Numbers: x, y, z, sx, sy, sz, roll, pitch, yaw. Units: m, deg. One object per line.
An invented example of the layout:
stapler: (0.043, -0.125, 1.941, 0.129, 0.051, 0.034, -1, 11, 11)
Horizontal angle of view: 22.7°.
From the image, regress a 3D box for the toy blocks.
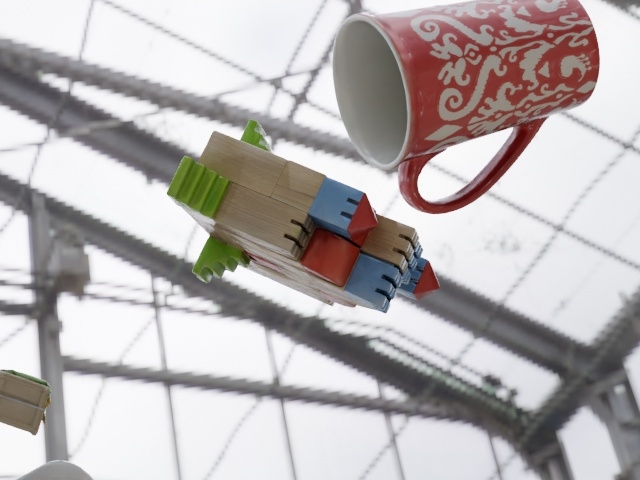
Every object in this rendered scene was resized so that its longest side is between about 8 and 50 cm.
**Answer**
toy blocks: (0.000, 0.000, 1.889, 0.261, 0.191, 0.381, 23, -9, 15)

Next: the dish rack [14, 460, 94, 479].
dish rack: (-0.222, 0.341, 1.068, 0.072, 0.333, 0.285, -8, 11, 35)

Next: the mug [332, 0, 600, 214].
mug: (0.106, -0.112, 1.173, 0.169, 0.113, 0.150, -16, -41, -24)

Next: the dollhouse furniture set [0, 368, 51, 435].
dollhouse furniture set: (-0.342, 0.137, 1.629, 0.152, 0.058, 0.076, 19, -51, -3)
